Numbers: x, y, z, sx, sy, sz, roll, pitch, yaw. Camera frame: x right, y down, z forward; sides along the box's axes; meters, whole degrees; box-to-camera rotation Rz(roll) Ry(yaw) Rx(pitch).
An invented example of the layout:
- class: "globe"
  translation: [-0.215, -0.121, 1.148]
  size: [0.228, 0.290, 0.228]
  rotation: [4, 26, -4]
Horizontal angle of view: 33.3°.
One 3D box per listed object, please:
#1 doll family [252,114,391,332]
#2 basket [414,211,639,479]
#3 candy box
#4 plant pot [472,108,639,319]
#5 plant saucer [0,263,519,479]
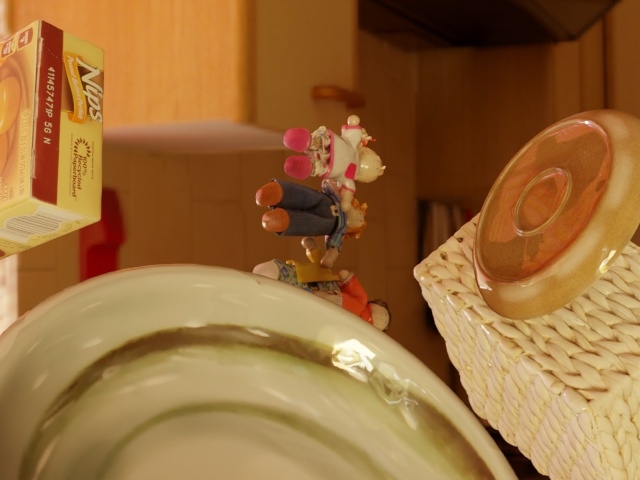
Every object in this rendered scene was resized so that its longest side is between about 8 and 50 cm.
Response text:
- class: "doll family"
  translation: [0.000, 0.000, 1.152]
  size: [0.118, 0.263, 0.163]
  rotation: [-7, -10, 37]
- class: "basket"
  translation: [0.329, 0.123, 1.256]
  size: [0.266, 0.331, 0.328]
  rotation: [-37, 44, -10]
- class: "candy box"
  translation: [-0.350, -0.073, 1.068]
  size: [0.316, 0.183, 0.087]
  rotation: [-17, -25, 35]
- class: "plant pot"
  translation: [0.227, -0.034, 1.056]
  size: [0.032, 0.236, 0.236]
  rotation: [31, -15, -23]
- class: "plant saucer"
  translation: [-0.040, 0.194, 0.655]
  size: [0.400, 0.400, 0.100]
  rotation: [0, -43, -37]
